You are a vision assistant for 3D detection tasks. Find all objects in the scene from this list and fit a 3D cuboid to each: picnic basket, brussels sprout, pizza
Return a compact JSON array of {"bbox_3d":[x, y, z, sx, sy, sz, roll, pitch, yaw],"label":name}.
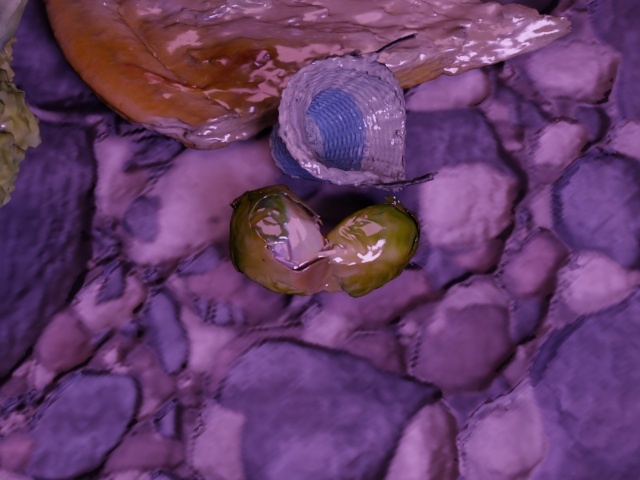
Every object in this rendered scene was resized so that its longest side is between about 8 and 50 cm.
[{"bbox_3d":[0.016,-0.053,0.834,0.083,0.083,0.065,-12,75,45],"label":"picnic basket"},{"bbox_3d":[0.001,0.001,0.817,0.083,0.046,0.051,4,63,5],"label":"brussels sprout"},{"bbox_3d":[-0.010,-0.119,0.909,0.262,0.034,0.181,2,55,4],"label":"pizza"}]

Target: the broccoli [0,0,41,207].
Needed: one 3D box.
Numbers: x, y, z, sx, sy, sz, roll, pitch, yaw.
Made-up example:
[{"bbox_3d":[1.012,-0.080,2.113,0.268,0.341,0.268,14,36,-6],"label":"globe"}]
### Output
[{"bbox_3d":[-0.204,-0.138,0.839,0.254,0.186,0.302,9,71,37],"label":"broccoli"}]
